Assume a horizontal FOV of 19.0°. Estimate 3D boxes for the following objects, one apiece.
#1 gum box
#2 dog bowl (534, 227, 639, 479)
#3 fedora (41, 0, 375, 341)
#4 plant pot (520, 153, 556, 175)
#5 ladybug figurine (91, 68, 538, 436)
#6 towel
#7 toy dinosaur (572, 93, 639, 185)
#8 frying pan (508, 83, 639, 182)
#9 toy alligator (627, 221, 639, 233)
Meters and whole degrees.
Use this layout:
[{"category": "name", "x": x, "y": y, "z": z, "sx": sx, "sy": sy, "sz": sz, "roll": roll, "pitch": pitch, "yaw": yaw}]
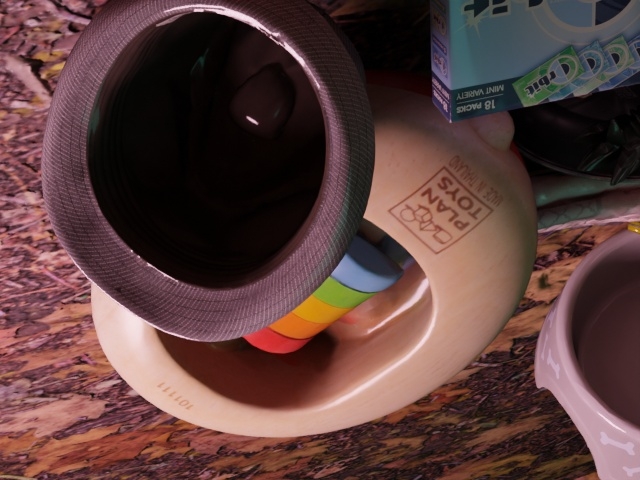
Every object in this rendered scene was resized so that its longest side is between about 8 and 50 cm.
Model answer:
[{"category": "gum box", "x": 0.154, "y": -0.185, "z": 1.333, "sx": 0.157, "sy": 0.041, "sz": 0.184, "roll": -13, "pitch": 122, "yaw": -14}, {"category": "dog bowl", "x": 0.417, "y": 0.125, "z": 2.148, "sx": 0.349, "sy": 0.348, "sz": 0.102, "roll": -16, "pitch": 148, "yaw": -6}, {"category": "fedora", "x": -0.063, "y": -0.076, "z": 1.377, "sx": 0.124, "sy": 0.244, "sz": 0.275, "roll": -41, "pitch": 159, "yaw": -58}, {"category": "plant pot", "x": 0.188, "y": -0.094, "z": 1.717, "sx": 0.082, "sy": 0.081, "sz": 0.083, "roll": -10, "pitch": 175, "yaw": -22}, {"category": "ladybug figurine", "x": 0.000, "y": 0.000, "z": 1.584, "sx": 0.305, "sy": 0.162, "sz": 0.449, "roll": 42, "pitch": 129, "yaw": -21}, {"category": "towel", "x": 0.214, "y": -0.032, "z": 1.777, "sx": 0.317, "sy": 0.053, "sz": 0.332, "roll": -7, "pitch": 180, "yaw": -29}, {"category": "toy dinosaur", "x": 0.247, "y": -0.173, "z": 1.460, "sx": 0.322, "sy": 0.164, "sz": 0.218, "roll": 6, "pitch": 141, "yaw": -4}, {"category": "frying pan", "x": 0.310, "y": -0.104, "z": 1.604, "sx": 0.326, "sy": 0.197, "sz": 0.053, "roll": 4, "pitch": 122, "yaw": 4}, {"category": "toy alligator", "x": 0.364, "y": -0.030, "z": 2.092, "sx": 0.051, "sy": 0.056, "sz": 0.190, "roll": 21, "pitch": -178, "yaw": 30}]
